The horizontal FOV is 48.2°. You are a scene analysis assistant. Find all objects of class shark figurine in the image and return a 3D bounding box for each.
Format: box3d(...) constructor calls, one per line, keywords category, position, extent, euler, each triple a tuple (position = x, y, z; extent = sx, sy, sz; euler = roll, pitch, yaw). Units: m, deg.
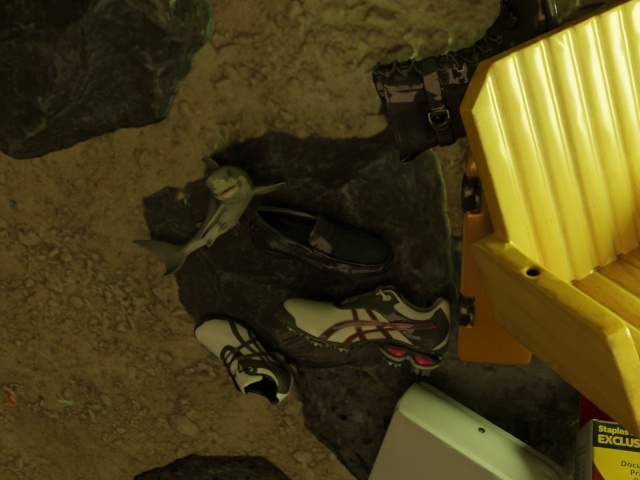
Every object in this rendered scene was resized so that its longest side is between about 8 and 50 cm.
box3d(category="shark figurine", position=(-0.170, -0.061, 1.085), extent=(0.116, 0.166, 0.278), euler=(56, 137, 10))

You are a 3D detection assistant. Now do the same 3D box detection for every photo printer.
box3d(category="photo printer", position=(0.238, 0.403, 1.156), extent=(0.308, 0.107, 0.255), euler=(30, 129, 21))

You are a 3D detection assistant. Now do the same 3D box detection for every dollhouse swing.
box3d(category="dollhouse swing", position=(0.366, -0.056, 0.762), extent=(0.347, 0.315, 0.304), euler=(-25, 126, -15))

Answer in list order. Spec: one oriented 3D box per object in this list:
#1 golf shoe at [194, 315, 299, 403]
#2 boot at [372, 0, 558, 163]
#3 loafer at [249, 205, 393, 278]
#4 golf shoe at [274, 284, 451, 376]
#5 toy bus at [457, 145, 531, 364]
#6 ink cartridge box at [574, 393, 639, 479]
box3d(category="golf shoe", position=(-0.131, 0.201, 1.201), extent=(0.198, 0.094, 0.077), euler=(29, 121, -2))
box3d(category="boot", position=(0.177, -0.224, 0.901), extent=(0.229, 0.091, 0.262), euler=(-4, 119, 15))
box3d(category="loafer", position=(0.000, 0.000, 1.065), extent=(0.223, 0.076, 0.078), euler=(14, 144, 9))
box3d(category="golf shoe", position=(0.069, 0.117, 1.121), extent=(0.273, 0.105, 0.120), euler=(14, 102, 1))
box3d(category="toy bus", position=(0.249, 0.019, 0.992), extent=(0.108, 0.130, 0.332), euler=(3, 118, 13))
box3d(category="ink cartridge box", position=(0.531, 0.349, 1.017), extent=(0.310, 0.271, 0.130), euler=(5, 158, 10))
